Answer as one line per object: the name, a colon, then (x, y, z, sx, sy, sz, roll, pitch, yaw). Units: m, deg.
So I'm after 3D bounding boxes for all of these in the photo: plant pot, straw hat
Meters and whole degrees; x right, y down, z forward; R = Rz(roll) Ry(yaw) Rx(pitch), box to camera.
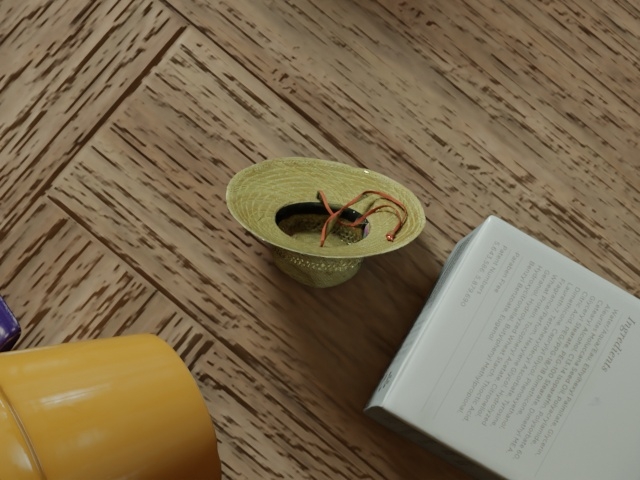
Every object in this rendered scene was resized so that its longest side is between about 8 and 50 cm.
plant pot: (-0.177, 0.151, 1.091, 0.188, 0.205, 0.205, -20, 84, -28)
straw hat: (0.000, 0.000, 1.179, 0.144, 0.144, 0.061, 8, 123, -3)

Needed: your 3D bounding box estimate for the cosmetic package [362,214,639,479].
cosmetic package: (0.148, 0.099, 1.136, 0.183, 0.151, 0.151, 30, 82, 1)

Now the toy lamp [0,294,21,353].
toy lamp: (-0.326, -0.010, 1.154, 0.274, 0.080, 0.080, 42, 82, 1)
